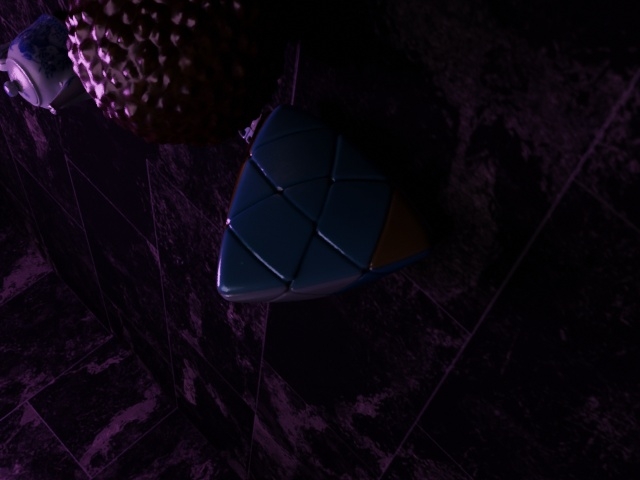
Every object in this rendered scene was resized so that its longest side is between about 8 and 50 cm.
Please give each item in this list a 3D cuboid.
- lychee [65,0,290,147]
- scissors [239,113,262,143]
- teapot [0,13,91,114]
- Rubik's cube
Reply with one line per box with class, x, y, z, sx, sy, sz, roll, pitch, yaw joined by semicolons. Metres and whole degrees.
lychee;-0.141;-0.224;0.836;0.236;0.236;0.271;41;128;21
scissors;-0.090;-0.152;1.096;0.036;0.006;0.083;49;155;0
teapot;-0.472;-0.289;1.388;0.232;0.159;0.159;34;150;32
Rubik's cube;0.000;0.000;0.907;0.254;0.254;0.254;39;152;25
